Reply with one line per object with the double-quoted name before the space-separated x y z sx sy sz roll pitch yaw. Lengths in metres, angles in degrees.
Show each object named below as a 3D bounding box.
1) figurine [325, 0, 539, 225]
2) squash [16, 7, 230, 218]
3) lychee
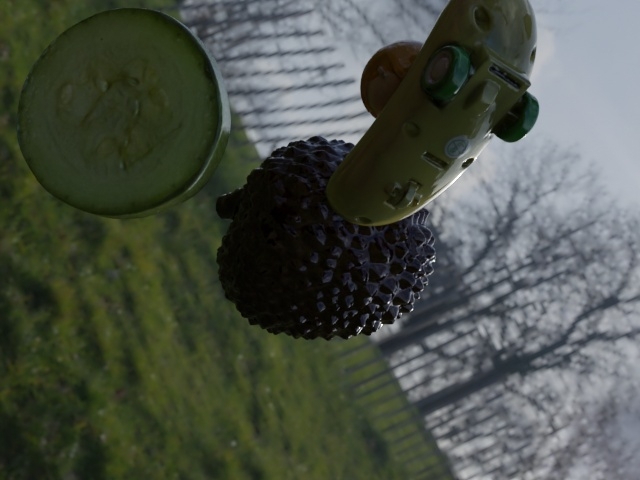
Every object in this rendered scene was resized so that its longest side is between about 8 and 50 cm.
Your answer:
"figurine" 0.114 -0.155 1.366 0.124 0.324 0.222 26 28 -30
"squash" -0.232 -0.149 1.424 0.252 0.252 0.049 64 4 8
"lychee" 0.000 0.000 1.750 0.330 0.306 0.306 24 -19 6
